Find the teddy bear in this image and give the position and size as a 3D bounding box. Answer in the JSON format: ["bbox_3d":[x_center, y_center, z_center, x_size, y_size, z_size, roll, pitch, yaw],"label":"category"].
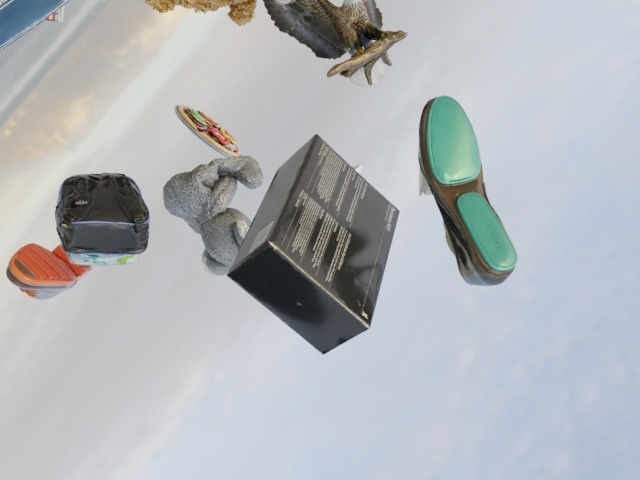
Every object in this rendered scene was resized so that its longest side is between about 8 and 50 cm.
[{"bbox_3d":[-0.170,-0.486,1.435,0.245,0.338,0.113,127,-44,-53],"label":"teddy bear"}]

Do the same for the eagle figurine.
[{"bbox_3d":[0.046,-0.483,1.616,0.298,0.226,0.225,53,-55,26],"label":"eagle figurine"}]

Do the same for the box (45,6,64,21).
[{"bbox_3d":[-0.394,-0.384,1.105,0.137,0.027,0.094,50,-45,42],"label":"box"}]

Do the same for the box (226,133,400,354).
[{"bbox_3d":[0.000,0.000,1.096,0.103,0.184,0.261,-38,-160,37],"label":"box"}]

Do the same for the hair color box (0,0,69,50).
[{"bbox_3d":[-0.328,-0.345,0.636,0.105,0.347,0.174,-26,-152,19],"label":"hair color box"}]

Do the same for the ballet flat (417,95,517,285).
[{"bbox_3d":[0.187,-0.063,1.086,0.096,0.095,0.281,134,-55,-60],"label":"ballet flat"}]

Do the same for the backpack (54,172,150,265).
[{"bbox_3d":[-0.261,-0.025,0.911,0.114,0.105,0.084,-119,-144,-47],"label":"backpack"}]

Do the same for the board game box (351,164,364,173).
[{"bbox_3d":[0.046,-0.151,1.877,0.090,0.020,0.090,-38,-160,-27],"label":"board game box"}]

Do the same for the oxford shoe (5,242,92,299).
[{"bbox_3d":[-0.487,0.069,1.354,0.098,0.097,0.271,-45,177,2],"label":"oxford shoe"}]

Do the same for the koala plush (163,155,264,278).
[{"bbox_3d":[-0.215,-0.042,1.638,0.203,0.221,0.196,-10,162,-47],"label":"koala plush"}]

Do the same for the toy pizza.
[{"bbox_3d":[-0.263,-0.267,1.854,0.032,0.201,0.201,-49,-158,13],"label":"toy pizza"}]
